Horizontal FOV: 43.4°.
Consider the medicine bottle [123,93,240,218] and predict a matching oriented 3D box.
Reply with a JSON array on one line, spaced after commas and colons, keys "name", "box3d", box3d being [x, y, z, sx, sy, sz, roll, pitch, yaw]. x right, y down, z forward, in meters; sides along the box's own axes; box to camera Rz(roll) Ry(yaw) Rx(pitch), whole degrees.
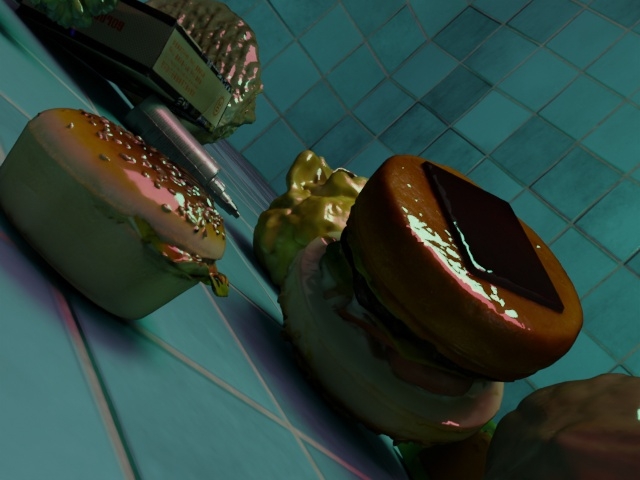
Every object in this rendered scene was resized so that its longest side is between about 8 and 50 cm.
[{"name": "medicine bottle", "box3d": [-0.177, -0.105, 1.080, 0.199, 0.057, 0.057, 47, 2, -9]}]

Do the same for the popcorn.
[{"name": "popcorn", "box3d": [-0.002, -0.004, 1.179, 0.191, 0.190, 0.253, 36, 45, -13]}]

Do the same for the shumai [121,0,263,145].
[{"name": "shumai", "box3d": [-0.241, -0.253, 1.477, 0.262, 0.267, 0.314, 100, -14, -54]}]

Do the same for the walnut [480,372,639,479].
[{"name": "walnut", "box3d": [0.201, 0.220, 0.503, 0.227, 0.273, 0.273, 0, -39, 49]}]

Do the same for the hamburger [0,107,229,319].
[{"name": "hamburger", "box3d": [-0.107, -0.015, 0.445, 0.141, 0.081, 0.126, 48, 2, 5]}]

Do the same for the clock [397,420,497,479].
[{"name": "clock", "box3d": [0.216, 0.323, 0.865, 0.255, 0.106, 0.220, 53, 2, -16]}]

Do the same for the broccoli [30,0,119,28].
[{"name": "broccoli", "box3d": [-0.287, -0.361, 0.757, 0.288, 0.245, 0.248, 21, 58, -37]}]

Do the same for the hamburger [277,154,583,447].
[{"name": "hamburger", "box3d": [0.104, 0.064, 0.835, 0.291, 0.225, 0.291, 27, 33, -19]}]

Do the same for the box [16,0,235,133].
[{"name": "box", "box3d": [-0.253, -0.258, 1.117, 0.198, 0.084, 0.310, 28, -1, 9]}]
